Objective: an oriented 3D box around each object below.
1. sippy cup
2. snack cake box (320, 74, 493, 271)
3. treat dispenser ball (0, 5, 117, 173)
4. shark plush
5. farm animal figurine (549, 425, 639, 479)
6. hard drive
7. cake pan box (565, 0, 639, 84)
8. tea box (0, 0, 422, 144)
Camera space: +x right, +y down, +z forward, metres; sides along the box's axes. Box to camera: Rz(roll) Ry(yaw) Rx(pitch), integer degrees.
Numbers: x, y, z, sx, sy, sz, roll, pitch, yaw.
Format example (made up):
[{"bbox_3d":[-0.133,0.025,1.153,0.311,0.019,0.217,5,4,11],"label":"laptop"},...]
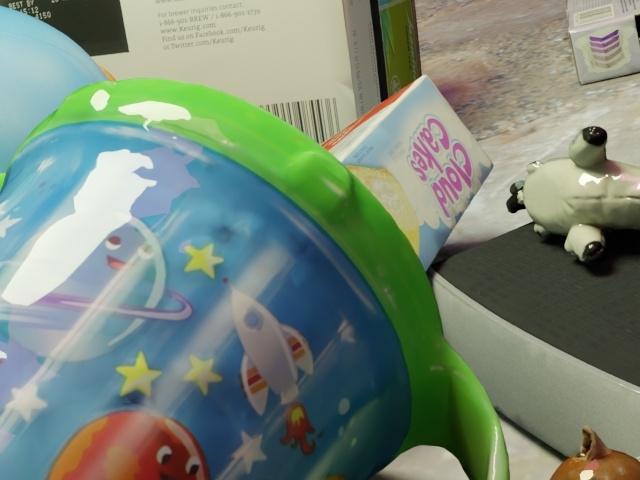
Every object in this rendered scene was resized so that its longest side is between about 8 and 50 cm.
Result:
[{"bbox_3d":[-0.096,0.086,0.449,0.305,0.240,0.224,-11,30,41],"label":"sippy cup"},{"bbox_3d":[0.000,0.000,0.693,0.152,0.089,0.264,-33,9,33],"label":"snack cake box"},{"bbox_3d":[-0.245,-0.015,0.699,0.288,0.288,0.288,-15,20,6],"label":"treat dispenser ball"},{"bbox_3d":[0.157,-0.018,0.628,0.067,0.073,0.161,-2,-7,-18],"label":"shark plush"},{"bbox_3d":[0.142,0.123,0.209,0.327,0.172,0.330,-6,23,27],"label":"farm animal figurine"},{"bbox_3d":[0.165,0.041,0.575,0.172,0.054,0.255,-22,21,-15],"label":"hard drive"},{"bbox_3d":[0.395,-0.257,1.156,0.246,0.070,0.267,-13,20,17],"label":"cake pan box"},{"bbox_3d":[-0.089,-0.182,1.025,0.329,0.220,0.323,-3,17,17],"label":"tea box"}]
